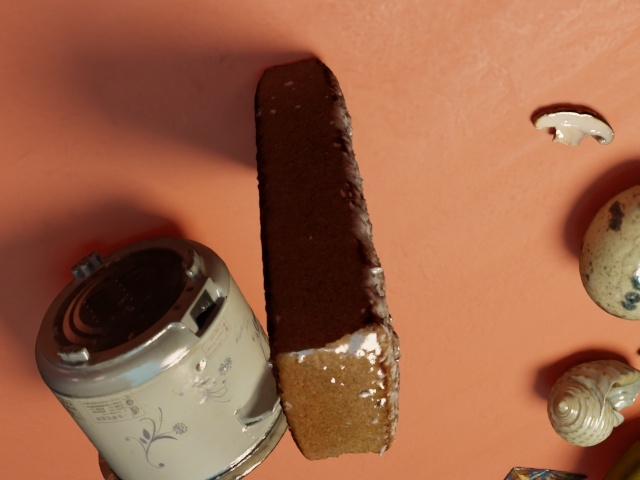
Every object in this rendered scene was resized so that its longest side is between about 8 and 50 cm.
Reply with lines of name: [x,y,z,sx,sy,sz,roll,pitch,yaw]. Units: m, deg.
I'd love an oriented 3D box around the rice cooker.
rice cooker: [-0.177,0.161,1.212,0.317,0.264,0.316,14,136,14]

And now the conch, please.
conch: [0.385,0.220,1.428,0.153,0.102,0.135,-15,142,-55]

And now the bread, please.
bread: [0.000,0.000,1.004,0.113,0.416,0.165,-8,134,0]

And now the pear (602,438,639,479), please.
pear: [0.553,0.410,1.502,0.294,0.294,0.294,-3,129,-4]

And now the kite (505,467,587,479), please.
kite: [0.344,0.412,1.641,0.183,0.010,0.160,-28,123,12]

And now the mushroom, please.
mushroom: [0.296,-0.134,1.181,0.101,0.019,0.049,12,126,-13]

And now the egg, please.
egg: [0.393,0.012,1.234,0.141,0.141,0.181,4,120,-10]
